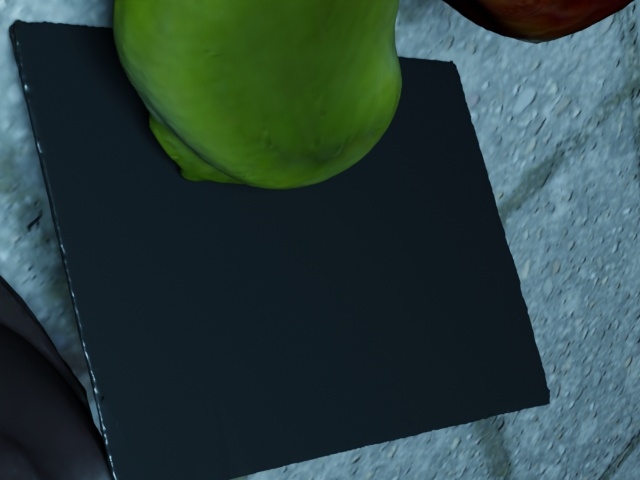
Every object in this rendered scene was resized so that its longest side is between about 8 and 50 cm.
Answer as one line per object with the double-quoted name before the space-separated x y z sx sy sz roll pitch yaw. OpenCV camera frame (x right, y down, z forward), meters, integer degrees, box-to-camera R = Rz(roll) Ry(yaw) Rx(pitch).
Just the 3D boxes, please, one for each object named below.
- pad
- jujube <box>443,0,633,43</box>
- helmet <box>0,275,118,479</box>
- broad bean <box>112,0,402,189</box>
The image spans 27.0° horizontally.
"pad" 0.000 0.000 0.629 0.300 0.005 0.202 -5 77 -48
"jujube" 0.141 -0.243 0.576 0.318 0.223 0.223 -53 143 6
"helmet" -0.165 0.150 0.516 0.225 0.177 0.305 -28 135 -31
"broad bean" -0.023 -0.091 0.537 0.124 0.082 0.174 -29 138 -13
